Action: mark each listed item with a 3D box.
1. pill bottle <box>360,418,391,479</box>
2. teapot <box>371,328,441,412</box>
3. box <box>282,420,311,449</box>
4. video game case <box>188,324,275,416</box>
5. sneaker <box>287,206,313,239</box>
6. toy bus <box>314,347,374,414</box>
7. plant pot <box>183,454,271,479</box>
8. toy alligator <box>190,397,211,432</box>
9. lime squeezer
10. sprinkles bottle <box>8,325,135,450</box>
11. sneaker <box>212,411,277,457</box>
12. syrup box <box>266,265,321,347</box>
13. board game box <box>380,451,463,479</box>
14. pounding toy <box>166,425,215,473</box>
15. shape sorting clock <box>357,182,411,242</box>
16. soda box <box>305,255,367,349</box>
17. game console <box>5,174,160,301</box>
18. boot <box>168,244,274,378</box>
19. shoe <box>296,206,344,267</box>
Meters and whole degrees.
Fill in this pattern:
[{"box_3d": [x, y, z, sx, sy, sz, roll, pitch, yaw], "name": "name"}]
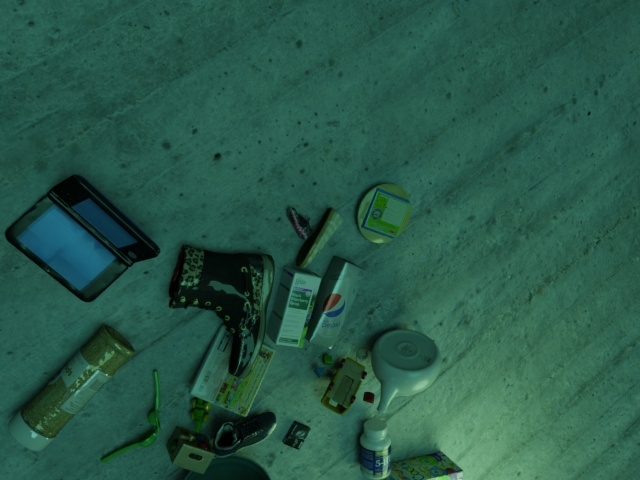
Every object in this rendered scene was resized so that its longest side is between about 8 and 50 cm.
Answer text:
[{"box_3d": [0.197, 0.744, 2.051, 0.112, 0.112, 0.186, -8, 105, -23], "name": "pill bottle"}, {"box_3d": [0.292, 0.440, 1.976, 0.256, 0.252, 0.186, -6, 124, -9], "name": "teapot"}, {"box_3d": [-0.081, 0.666, 1.957, 0.067, 0.018, 0.083, 33, 87, -27], "name": "box"}, {"box_3d": [-0.270, 0.405, 1.780, 0.206, 0.026, 0.226, 32, 72, -27], "name": "video game case"}, {"box_3d": [-0.060, -0.061, 1.793, 0.057, 0.047, 0.119, -40, 122, -19], "name": "sneaker"}, {"box_3d": [0.080, 0.486, 1.942, 0.202, 0.104, 0.190, -6, 60, -24], "name": "toy bus"}, {"box_3d": [-0.292, 0.850, 1.779, 0.293, 0.293, 0.196, -11, 132, -22], "name": "plant pot"}, {"box_3d": [-0.364, 0.499, 1.777, 0.051, 0.056, 0.189, -1, 97, -70], "name": "toy alligator"}, {"box_3d": [-0.526, 0.544, 1.716, 0.110, 0.059, 0.310, 30, 89, 3], "name": "lime squeezer"}, {"box_3d": [-0.676, 0.401, 1.567, 0.355, 0.121, 0.121, -47, 116, -9], "name": "sprinkles bottle"}, {"box_3d": [-0.233, 0.596, 1.789, 0.226, 0.086, 0.163, -26, 155, -21], "name": "sneaker"}, {"box_3d": [-0.085, 0.208, 1.810, 0.093, 0.096, 0.236, 13, 97, -26], "name": "syrup box"}, {"box_3d": [0.379, 0.919, 2.156, 0.276, 0.142, 0.144, -3, 102, -24], "name": "board game box"}, {"box_3d": [-0.400, 0.624, 1.738, 0.141, 0.130, 0.100, 31, 88, -27], "name": "pounding toy"}, {"box_3d": [0.212, -0.090, 1.910, 0.206, 0.040, 0.206, -8, 106, -27], "name": "shape sorting clock"}, {"box_3d": [0.039, 0.201, 1.865, 0.091, 0.098, 0.286, 24, 91, -27], "name": "soda box"}, {"box_3d": [-0.614, 0.006, 1.486, 0.293, 0.250, 0.173, 48, 54, -26], "name": "game console"}, {"box_3d": [-0.301, 0.201, 1.675, 0.285, 0.138, 0.376, 14, 87, -27], "name": "boot"}, {"box_3d": [0.000, 0.000, 1.813, 0.058, 0.077, 0.219, 34, 84, -22], "name": "shoe"}]
